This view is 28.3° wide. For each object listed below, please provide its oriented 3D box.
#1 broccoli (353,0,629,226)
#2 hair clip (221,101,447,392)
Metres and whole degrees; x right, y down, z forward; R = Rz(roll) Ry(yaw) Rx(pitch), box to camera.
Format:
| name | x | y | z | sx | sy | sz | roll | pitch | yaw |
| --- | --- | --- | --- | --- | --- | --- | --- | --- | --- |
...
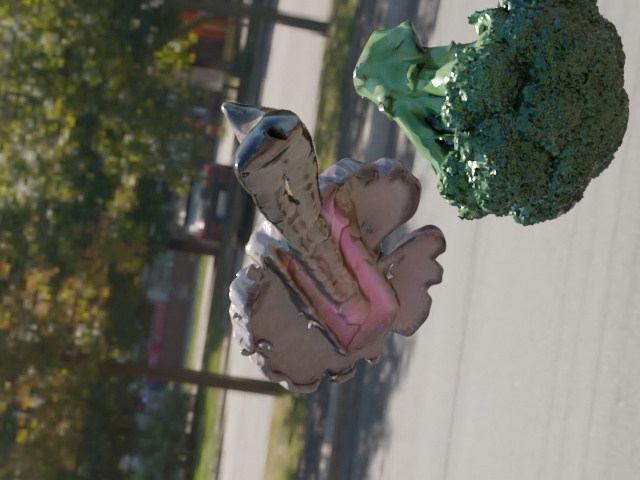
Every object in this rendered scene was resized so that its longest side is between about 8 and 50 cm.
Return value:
| name | x | y | z | sx | sy | sz | roll | pitch | yaw |
| --- | --- | --- | --- | --- | --- | --- | --- | --- | --- |
| broccoli | 0.169 | -0.143 | 1.235 | 0.270 | 0.270 | 0.270 | -49 | -33 | -46 |
| hair clip | -0.005 | -0.005 | 0.834 | 0.069 | 0.173 | 0.300 | 46 | 172 | 32 |
